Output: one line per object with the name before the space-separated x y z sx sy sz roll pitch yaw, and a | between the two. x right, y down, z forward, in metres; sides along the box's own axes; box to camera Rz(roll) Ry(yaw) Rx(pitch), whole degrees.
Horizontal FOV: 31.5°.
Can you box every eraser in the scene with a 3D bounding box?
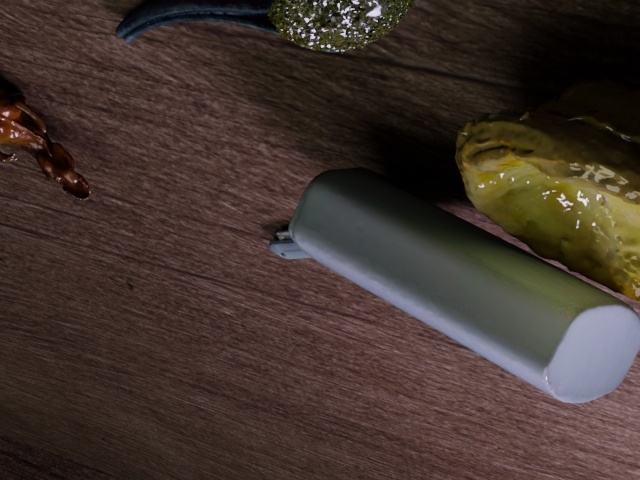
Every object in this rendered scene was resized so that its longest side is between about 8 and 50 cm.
eraser | 0.129 0.035 1.021 0.290 0.104 0.189 30 -176 33

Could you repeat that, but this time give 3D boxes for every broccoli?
broccoli | 0.015 -0.196 0.805 0.131 0.130 0.120 12 -147 -41

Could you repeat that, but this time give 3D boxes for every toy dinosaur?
toy dinosaur | -0.431 -0.184 1.248 0.432 0.097 0.208 33 163 -7

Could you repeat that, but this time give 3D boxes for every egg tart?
egg tart | 0.242 -0.036 0.851 0.294 0.123 0.294 29 172 5

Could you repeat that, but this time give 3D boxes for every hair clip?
hair clip | -0.092 -0.200 0.976 0.275 0.048 0.083 8 151 41

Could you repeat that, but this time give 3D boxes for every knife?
knife | 0.000 0.000 1.281 0.162 0.023 0.044 -6 136 48
